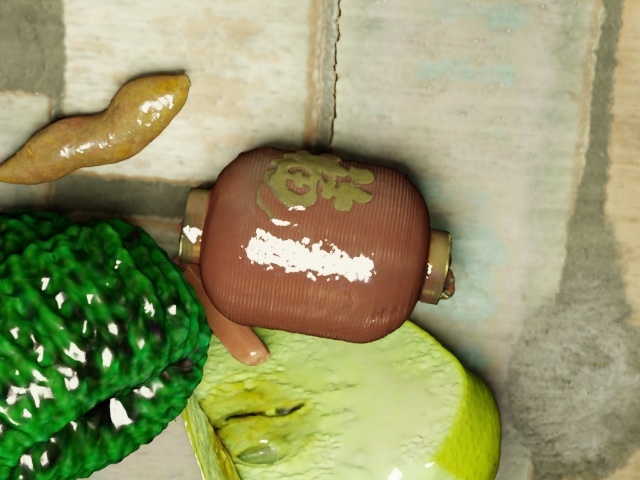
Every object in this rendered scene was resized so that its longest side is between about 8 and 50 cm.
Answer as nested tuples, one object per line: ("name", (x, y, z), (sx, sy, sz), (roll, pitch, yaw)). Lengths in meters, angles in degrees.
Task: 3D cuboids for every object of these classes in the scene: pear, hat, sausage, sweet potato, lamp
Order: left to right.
("hat", (-0.281, 0.049, 1.447), (0.332, 0.274, 0.242), (49, 139, 24))
("sweet potato", (-0.211, -0.095, 1.500), (0.218, 0.051, 0.065), (-26, 112, 13))
("sausage", (-0.098, 0.064, 1.525), (0.035, 0.030, 0.147), (-51, 57, 15))
("lamp", (0.000, 0.000, 1.471), (0.258, 0.180, 0.180), (8, 112, -2))
("pear", (0.029, 0.198, 1.524), (0.282, 0.286, 0.176), (-21, 132, -14))
